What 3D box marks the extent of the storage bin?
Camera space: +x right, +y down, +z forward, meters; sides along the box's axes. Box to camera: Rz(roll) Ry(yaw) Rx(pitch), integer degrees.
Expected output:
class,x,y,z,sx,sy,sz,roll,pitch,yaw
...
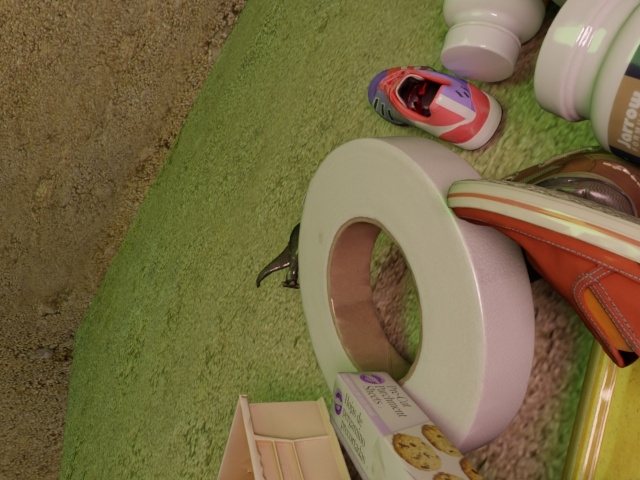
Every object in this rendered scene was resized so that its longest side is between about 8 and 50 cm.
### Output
class,x,y,z,sx,sy,sz,roll,pitch,yaw
storage bin,-0.053,0.389,0.706,0.260,0.123,0.262,-114,35,-50

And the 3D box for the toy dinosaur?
class,x,y,z,sx,sy,sz,roll,pitch,yaw
toy dinosaur,0.000,0.000,0.965,0.313,0.121,0.160,-48,25,39

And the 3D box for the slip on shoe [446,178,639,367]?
class,x,y,z,sx,sy,sz,roll,pitch,yaw
slip on shoe,0.218,0.037,0.378,0.331,0.123,0.101,36,114,39

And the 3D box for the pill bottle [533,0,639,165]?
class,x,y,z,sx,sy,sz,roll,pitch,yaw
pill bottle,0.315,-0.115,0.414,0.265,0.153,0.153,40,107,40

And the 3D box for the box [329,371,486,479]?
class,x,y,z,sx,sy,sz,roll,pitch,yaw
box,0.085,0.207,0.461,0.324,0.067,0.063,-144,60,-72

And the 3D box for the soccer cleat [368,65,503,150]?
class,x,y,z,sx,sy,sz,roll,pitch,yaw
soccer cleat,0.145,-0.231,0.842,0.108,0.116,0.318,-61,32,13

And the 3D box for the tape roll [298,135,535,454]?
class,x,y,z,sx,sy,sz,roll,pitch,yaw
tape roll,0.084,0.068,0.656,0.392,0.072,0.392,27,121,59

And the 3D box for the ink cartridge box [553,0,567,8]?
class,x,y,z,sx,sy,sz,roll,pitch,yaw
ink cartridge box,0.356,-0.341,0.630,0.150,0.063,0.109,-61,32,14

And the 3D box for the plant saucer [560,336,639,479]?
class,x,y,z,sx,sy,sz,roll,pitch,yaw
plant saucer,0.322,0.147,0.380,0.333,0.081,0.332,5,76,59

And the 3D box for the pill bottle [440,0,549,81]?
class,x,y,z,sx,sy,sz,roll,pitch,yaw
pill bottle,0.248,-0.353,0.736,0.136,0.136,0.245,10,81,59

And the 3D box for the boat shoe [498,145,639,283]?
class,x,y,z,sx,sy,sz,roll,pitch,yaw
boat shoe,0.223,-0.016,0.615,0.120,0.122,0.324,-45,10,-26
